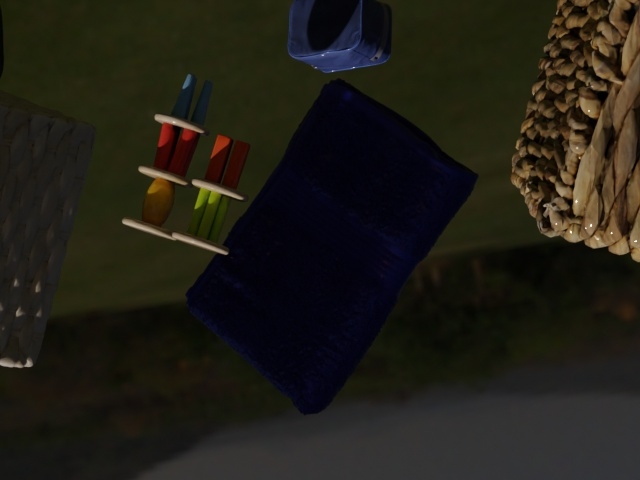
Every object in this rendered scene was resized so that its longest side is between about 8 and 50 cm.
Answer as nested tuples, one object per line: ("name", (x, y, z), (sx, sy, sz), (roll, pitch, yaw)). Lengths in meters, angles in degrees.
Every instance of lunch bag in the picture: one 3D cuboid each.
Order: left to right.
("lunch bag", (0.018, -0.198, 1.869), (0.098, 0.067, 0.065), (-4, 166, 35))

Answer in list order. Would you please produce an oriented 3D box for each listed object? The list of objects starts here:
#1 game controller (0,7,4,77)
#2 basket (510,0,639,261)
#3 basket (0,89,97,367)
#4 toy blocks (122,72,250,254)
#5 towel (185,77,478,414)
("game controller", (-0.362, -0.104, 1.254), (0.319, 0.067, 0.166), (-12, 151, -13))
("basket", (0.261, -0.091, 1.257), (0.223, 0.213, 0.299), (16, -171, 0))
("basket", (-0.485, -0.038, 2.267), (0.266, 0.331, 0.328), (21, -173, 43))
("toy blocks", (-0.108, -0.071, 1.734), (0.123, 0.148, 0.054), (14, 176, 43))
("towel", (0.000, 0.000, 2.022), (0.228, 0.308, 0.076), (37, -171, 40))
